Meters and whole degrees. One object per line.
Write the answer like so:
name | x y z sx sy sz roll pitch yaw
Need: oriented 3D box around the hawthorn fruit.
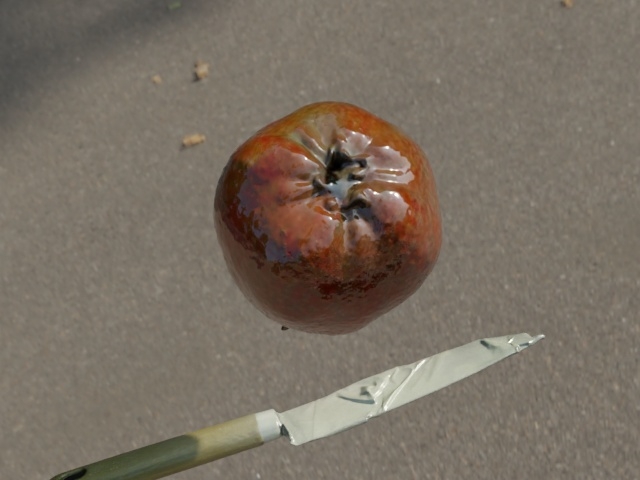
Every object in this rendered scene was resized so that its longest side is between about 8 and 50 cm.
hawthorn fruit | 0.000 0.000 0.975 0.210 0.262 0.211 5 59 -9

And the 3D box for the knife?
knife | -0.012 0.103 0.593 0.297 0.017 0.047 -17 15 -6
